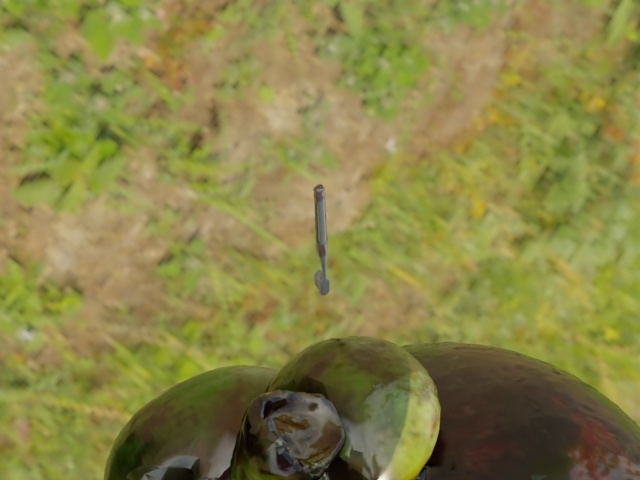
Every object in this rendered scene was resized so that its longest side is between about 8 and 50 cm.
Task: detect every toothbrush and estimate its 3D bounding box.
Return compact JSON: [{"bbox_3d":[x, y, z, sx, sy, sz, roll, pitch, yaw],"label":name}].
[{"bbox_3d":[0.000,0.000,0.900,0.006,0.008,0.097,-30,152,-16],"label":"toothbrush"}]

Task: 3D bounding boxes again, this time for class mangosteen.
[{"bbox_3d":[0.050,0.183,0.901,0.311,0.311,0.311,-37,146,-30],"label":"mangosteen"}]
